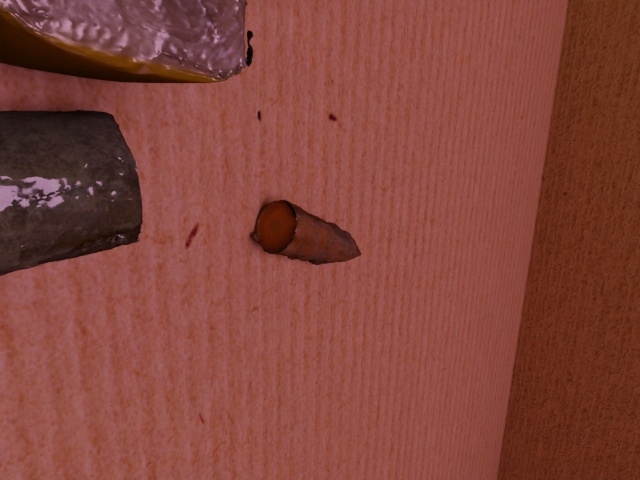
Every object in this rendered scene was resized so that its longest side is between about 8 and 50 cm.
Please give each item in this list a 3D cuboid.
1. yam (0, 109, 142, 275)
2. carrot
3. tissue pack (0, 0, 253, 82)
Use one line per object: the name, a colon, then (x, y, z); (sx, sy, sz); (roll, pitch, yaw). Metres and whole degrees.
yam: (-0.316, -0.045, 0.422); (0.267, 0.161, 0.162); (-18, 114, -45)
carrot: (0.000, 0.000, 0.808); (0.263, 0.101, 0.102); (17, 89, -49)
tissue pack: (-0.215, -0.221, 0.394); (0.192, 0.270, 0.134); (-7, 110, -44)
